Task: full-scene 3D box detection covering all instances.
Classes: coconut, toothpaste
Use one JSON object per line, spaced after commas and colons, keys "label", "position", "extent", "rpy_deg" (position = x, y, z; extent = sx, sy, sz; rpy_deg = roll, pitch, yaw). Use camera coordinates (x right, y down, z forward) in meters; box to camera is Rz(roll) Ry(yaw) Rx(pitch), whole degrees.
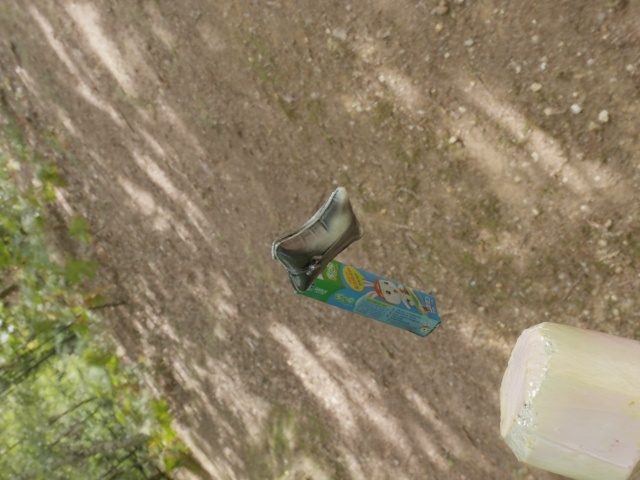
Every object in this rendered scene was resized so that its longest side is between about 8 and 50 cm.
{"label": "coconut", "position": [0.259, 0.158, 0.633], "extent": [0.152, 0.147, 0.147], "rpy_deg": [14, 147, 5]}
{"label": "toothpaste", "position": [0.081, 0.094, 1.116], "extent": [0.266, 0.065, 0.050], "rpy_deg": [21, 129, -22]}

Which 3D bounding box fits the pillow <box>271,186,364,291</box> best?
{"label": "pillow", "position": [-0.001, 0.000, 0.869], "extent": [0.091, 0.136, 0.055], "rpy_deg": [50, 161, -15]}
